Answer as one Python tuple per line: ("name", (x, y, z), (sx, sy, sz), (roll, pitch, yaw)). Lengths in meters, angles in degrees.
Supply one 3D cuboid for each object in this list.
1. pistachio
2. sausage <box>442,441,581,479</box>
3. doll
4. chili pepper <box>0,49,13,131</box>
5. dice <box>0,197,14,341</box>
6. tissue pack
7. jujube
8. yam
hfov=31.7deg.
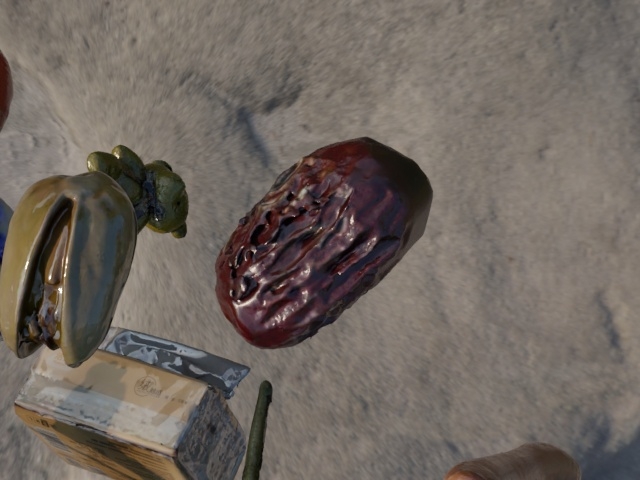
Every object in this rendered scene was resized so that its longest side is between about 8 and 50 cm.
("pistachio", (-0.260, 0.028, 1.161), (0.130, 0.131, 0.206), (15, 98, 10))
("sausage", (0.119, 0.150, 0.706), (0.043, 0.186, 0.043), (-3, 84, 29))
("doll", (-0.255, -0.071, 1.612), (0.097, 0.209, 0.137), (-14, 79, 25))
("chili pepper", (-0.521, -0.238, 1.624), (0.137, 0.368, 0.092), (-41, 127, -15))
("dice", (-0.643, 0.058, 1.888), (0.251, 0.243, 0.259), (-23, 83, 31))
("tissue pack", (-0.273, 0.255, 1.759), (0.306, 0.238, 0.238), (12, 91, 26))
("jujube", (0.000, 0.000, 1.754), (0.377, 0.258, 0.258), (-35, 98, -7))
("yam", (-0.049, 0.153, 0.890), (0.014, 0.107, 0.014), (4, 133, 4))
